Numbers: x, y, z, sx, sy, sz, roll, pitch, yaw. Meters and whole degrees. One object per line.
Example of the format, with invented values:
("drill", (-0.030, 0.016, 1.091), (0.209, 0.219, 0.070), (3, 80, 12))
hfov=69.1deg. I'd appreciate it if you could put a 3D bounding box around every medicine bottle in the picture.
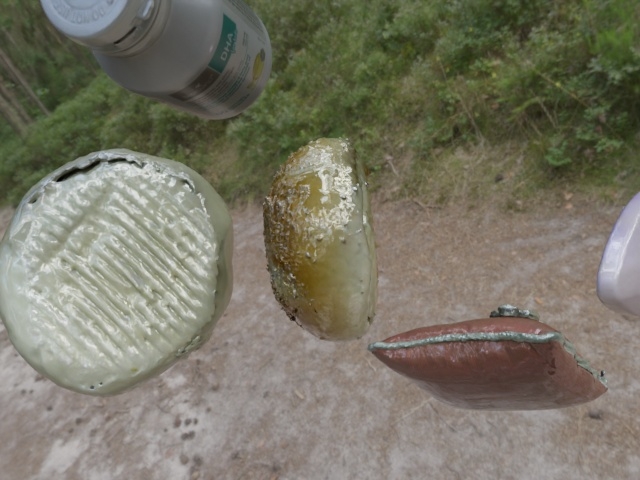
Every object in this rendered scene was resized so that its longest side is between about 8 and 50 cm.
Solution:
("medicine bottle", (-0.142, -0.199, 0.441), (0.135, 0.135, 0.215), (-21, -2, 16))

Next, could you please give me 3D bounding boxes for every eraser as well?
("eraser", (0.474, 0.037, 0.682), (0.243, 0.204, 0.059), (-18, 16, -40))

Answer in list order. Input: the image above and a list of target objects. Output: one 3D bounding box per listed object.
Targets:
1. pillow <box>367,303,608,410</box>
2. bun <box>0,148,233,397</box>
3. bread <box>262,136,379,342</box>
("pillow", (0.163, 0.119, 0.455), (0.179, 0.171, 0.075), (-17, 50, 36))
("bun", (-0.297, 0.043, 0.722), (0.359, 0.360, 0.211), (-34, -1, -12))
("bread", (0.000, 0.000, 0.685), (0.158, 0.306, 0.305), (-3, 28, 3))
